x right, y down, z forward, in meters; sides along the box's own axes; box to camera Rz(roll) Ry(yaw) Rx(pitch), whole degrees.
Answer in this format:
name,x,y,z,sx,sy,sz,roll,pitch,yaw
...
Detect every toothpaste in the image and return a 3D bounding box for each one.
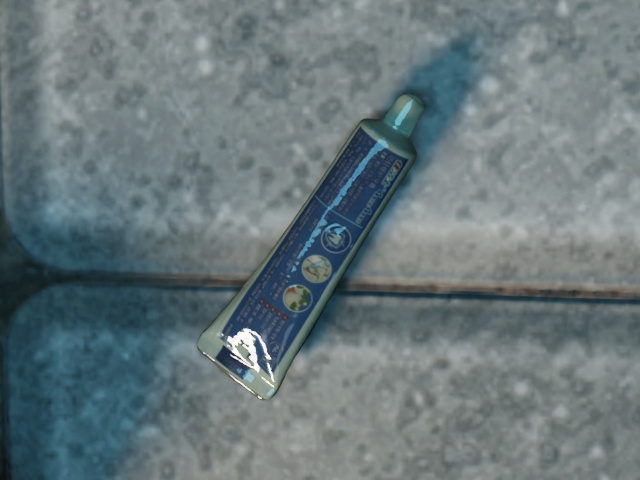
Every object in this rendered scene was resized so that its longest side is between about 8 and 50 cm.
name,x,y,z,sx,sy,sz,roll,pitch,yaw
toothpaste,0.000,0.000,0.841,0.057,0.035,0.197,37,105,11
